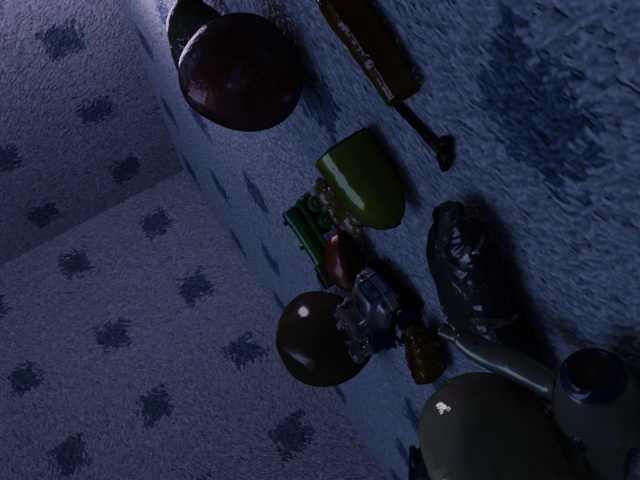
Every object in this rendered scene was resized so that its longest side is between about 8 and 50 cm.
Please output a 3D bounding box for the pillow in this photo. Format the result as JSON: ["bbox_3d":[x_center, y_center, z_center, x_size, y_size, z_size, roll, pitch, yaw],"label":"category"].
[{"bbox_3d":[0.249,0.090,1.051,0.335,0.092,0.161,64,163,-17],"label":"pillow"}]

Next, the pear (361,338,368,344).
[{"bbox_3d":[0.136,0.216,1.708,0.107,0.107,0.131,66,173,-24],"label":"pear"}]

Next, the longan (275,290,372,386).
[{"bbox_3d":[0.006,0.285,2.008,0.289,0.288,0.350,64,177,-18],"label":"longan"}]

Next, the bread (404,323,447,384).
[{"bbox_3d":[0.232,0.250,1.489,0.105,0.075,0.233,57,170,37],"label":"bread"}]

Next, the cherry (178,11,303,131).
[{"bbox_3d":[-0.150,-0.334,1.345,0.236,0.285,0.213,39,123,22],"label":"cherry"}]

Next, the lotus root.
[{"bbox_3d":[-0.284,-0.459,1.677,0.350,0.175,0.175,67,165,-17],"label":"lotus root"}]

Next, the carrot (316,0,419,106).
[{"bbox_3d":[0.061,-0.299,0.978,0.225,0.067,0.067,57,166,6],"label":"carrot"}]

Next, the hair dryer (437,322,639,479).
[{"bbox_3d":[0.338,0.236,0.957,0.296,0.119,0.298,51,160,-25],"label":"hair dryer"}]

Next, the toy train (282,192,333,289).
[{"bbox_3d":[0.000,0.000,1.720,0.251,0.119,0.085,56,167,9],"label":"toy train"}]

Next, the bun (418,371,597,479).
[{"bbox_3d":[0.325,0.371,1.095,0.361,0.213,0.361,47,-167,-15],"label":"bun"}]

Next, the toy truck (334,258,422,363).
[{"bbox_3d":[0.116,0.167,1.519,0.161,0.176,0.213,52,165,35],"label":"toy truck"}]

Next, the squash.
[{"bbox_3d":[0.085,-0.101,1.208,0.187,0.123,0.123,54,166,6],"label":"squash"}]

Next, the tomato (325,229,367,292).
[{"bbox_3d":[0.051,0.051,1.599,0.156,0.069,0.156,51,-151,-43],"label":"tomato"}]

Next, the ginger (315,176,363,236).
[{"bbox_3d":[0.039,-0.077,1.554,0.176,0.052,0.193,52,167,9],"label":"ginger"}]

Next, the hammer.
[{"bbox_3d":[0.144,-0.179,1.028,0.178,0.021,0.065,55,166,31],"label":"hammer"}]

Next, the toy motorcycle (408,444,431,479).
[{"bbox_3d":[0.308,0.672,1.779,0.358,0.125,0.213,-64,-45,-73],"label":"toy motorcycle"}]
